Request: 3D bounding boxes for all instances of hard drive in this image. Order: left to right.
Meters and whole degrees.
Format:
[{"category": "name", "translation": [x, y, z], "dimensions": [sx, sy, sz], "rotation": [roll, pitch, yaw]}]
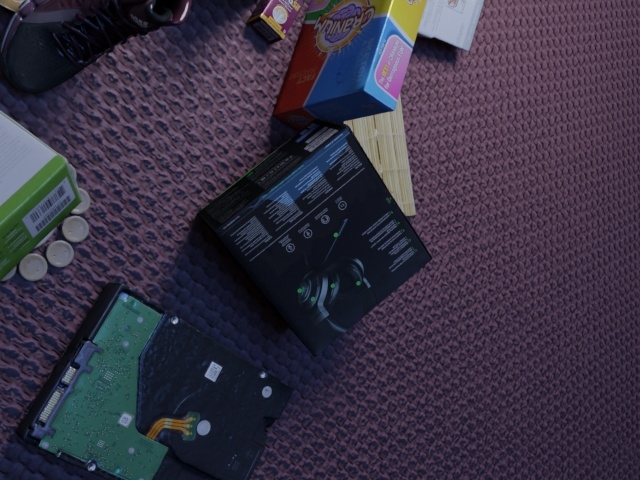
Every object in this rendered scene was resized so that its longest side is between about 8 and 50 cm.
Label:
[{"category": "hard drive", "translation": [-0.220, 0.242, 1.012], "dimensions": [0.339, 0.064, 0.237], "rotation": [38, 68, -32]}]

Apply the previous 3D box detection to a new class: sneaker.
[{"category": "sneaker", "translation": [-0.265, -0.273, 0.866], "dimensions": [0.281, 0.162, 0.106], "rotation": [-46, 138, -5]}]

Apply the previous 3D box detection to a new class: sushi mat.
[{"category": "sushi mat", "translation": [0.101, -0.187, 1.283], "dimensions": [0.151, 0.019, 0.316], "rotation": [-13, 97, -36]}]

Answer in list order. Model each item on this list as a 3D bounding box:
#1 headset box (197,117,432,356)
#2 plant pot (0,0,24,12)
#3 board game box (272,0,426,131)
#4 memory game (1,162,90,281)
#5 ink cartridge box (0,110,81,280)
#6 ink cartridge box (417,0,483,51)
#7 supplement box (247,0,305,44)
[{"category": "headset box", "translation": [0.000, 0.000, 1.089], "dimensions": [0.246, 0.131, 0.283], "rotation": [-40, 114, -7]}, {"category": "plant pot", "translation": [-0.369, -0.402, 0.912], "dimensions": [0.236, 0.032, 0.236], "rotation": [-1, 92, -37]}, {"category": "board game box", "translation": [0.059, -0.340, 1.110], "dimensions": [0.064, 0.242, 0.316], "rotation": [26, 74, -33]}, {"category": "memory game", "translation": [-0.389, -0.037, 0.912], "dimensions": [0.186, 0.012, 0.186], "rotation": [0, 90, -38]}, {"category": "ink cartridge box", "translation": [-0.443, -0.077, 0.816], "dimensions": [0.255, 0.097, 0.189], "rotation": [35, 66, 9]}, {"category": "ink cartridge box", "translation": [0.225, -0.514, 1.303], "dimensions": [0.239, 0.060, 0.275], "rotation": [4, 106, -45]}, {"category": "supplement box", "translation": [-0.071, -0.368, 1.134], "dimensions": [0.055, 0.043, 0.083], "rotation": [37, 68, -31]}]
